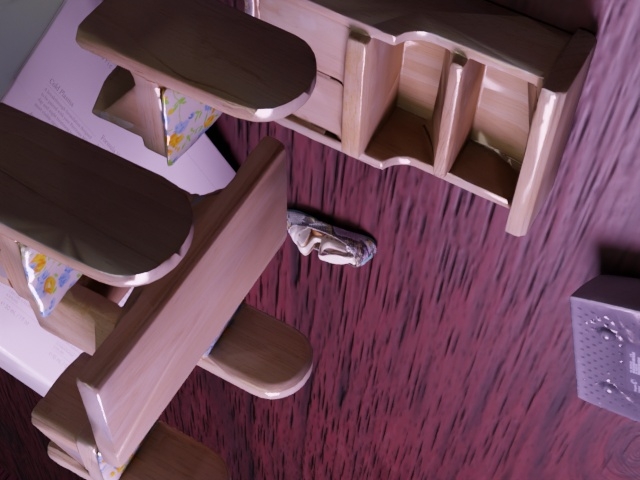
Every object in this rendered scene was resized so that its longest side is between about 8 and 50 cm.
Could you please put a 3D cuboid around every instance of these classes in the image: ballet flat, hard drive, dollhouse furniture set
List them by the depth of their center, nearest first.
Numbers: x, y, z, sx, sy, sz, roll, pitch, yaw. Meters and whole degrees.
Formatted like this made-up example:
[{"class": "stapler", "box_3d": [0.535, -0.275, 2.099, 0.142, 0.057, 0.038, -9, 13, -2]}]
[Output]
[{"class": "dollhouse furniture set", "box_3d": [-0.012, -0.008, 0.805, 0.256, 0.394, 0.362, 25, 148, 16]}, {"class": "hard drive", "box_3d": [0.342, 0.115, 0.964, 0.255, 0.054, 0.172, 17, 145, 29]}, {"class": "ballet flat", "box_3d": [0.000, 0.000, 1.156, 0.114, 0.041, 0.041, 19, 146, 25]}]

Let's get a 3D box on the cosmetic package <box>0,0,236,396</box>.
[{"class": "cosmetic package", "box_3d": [-0.219, -0.015, 1.036, 0.097, 0.284, 0.377, 17, 158, 31]}]
